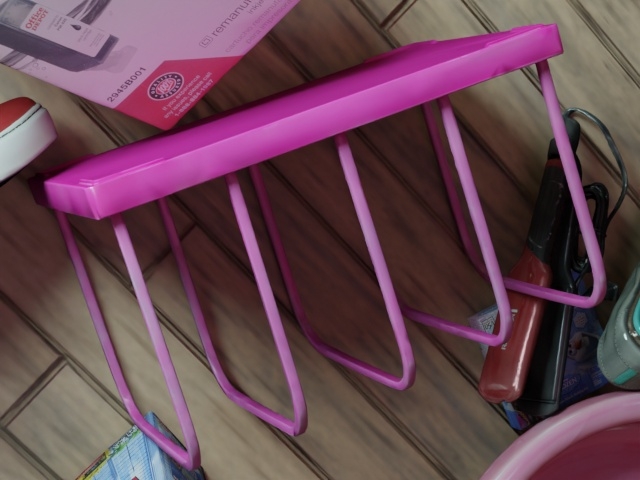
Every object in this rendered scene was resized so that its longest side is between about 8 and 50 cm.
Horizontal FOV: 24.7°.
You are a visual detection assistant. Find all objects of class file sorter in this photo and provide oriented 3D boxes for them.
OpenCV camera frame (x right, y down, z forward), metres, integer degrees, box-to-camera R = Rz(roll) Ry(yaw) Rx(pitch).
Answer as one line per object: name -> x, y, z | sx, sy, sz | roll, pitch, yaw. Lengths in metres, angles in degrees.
file sorter -> 0.000, 0.000, 0.908 | 0.291, 0.202, 0.182 | -21, 101, -18

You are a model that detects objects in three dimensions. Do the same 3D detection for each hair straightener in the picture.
hair straightener -> 0.173, 0.015, 1.045 | 0.089, 0.047, 0.230 | 25, 69, -37

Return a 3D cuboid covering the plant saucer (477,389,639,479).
plant saucer -> 0.219, 0.270, 1.063 | 0.332, 0.084, 0.332 | -1, 94, -19

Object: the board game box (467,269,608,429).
board game box -> 0.163, 0.078, 1.066 | 0.090, 0.020, 0.090 | -26, 99, -17

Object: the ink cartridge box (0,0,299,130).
ink cartridge box -> -0.128, -0.171, 0.831 | 0.158, 0.092, 0.218 | -41, 140, 25

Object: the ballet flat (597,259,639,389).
ballet flat -> 0.255, 0.025, 1.067 | 0.072, 0.068, 0.213 | 36, 52, 4

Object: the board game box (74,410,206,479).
board game box -> -0.132, 0.203, 0.874 | 0.194, 0.194, 0.060 | -43, 105, -13

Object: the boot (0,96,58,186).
boot -> -0.277, -0.073, 0.836 | 0.176, 0.088, 0.244 | 55, 44, -2
